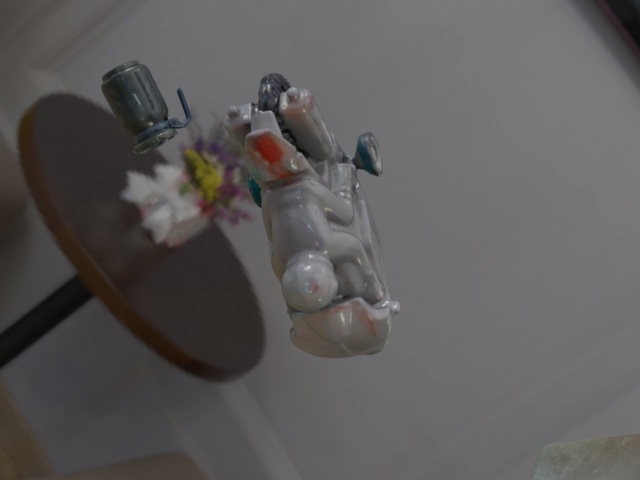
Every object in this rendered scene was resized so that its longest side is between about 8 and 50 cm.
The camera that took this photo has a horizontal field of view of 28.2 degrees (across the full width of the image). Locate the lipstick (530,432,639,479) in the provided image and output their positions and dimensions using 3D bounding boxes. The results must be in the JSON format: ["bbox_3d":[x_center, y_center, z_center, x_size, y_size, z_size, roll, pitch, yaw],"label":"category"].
[{"bbox_3d":[0.365,0.209,1.106,0.080,0.371,0.076,55,40,-28],"label":"lipstick"}]

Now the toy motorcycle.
[{"bbox_3d":[0.000,0.000,1.019,0.171,0.110,0.260,-80,152,-58],"label":"toy motorcycle"}]

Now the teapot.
[{"bbox_3d":[-0.166,-0.128,1.207,0.063,0.049,0.083,-31,95,-45],"label":"teapot"}]
